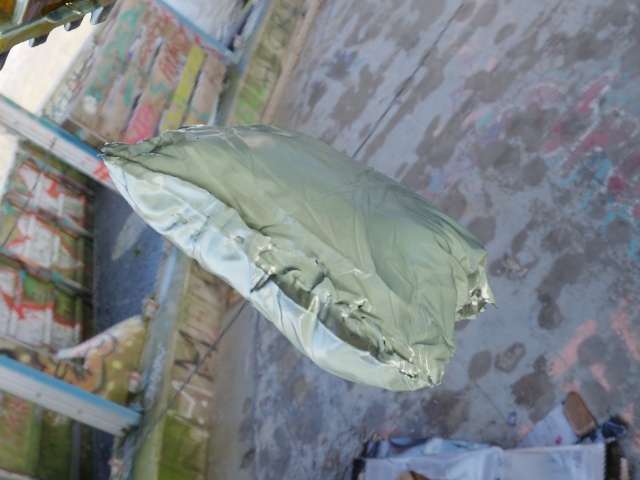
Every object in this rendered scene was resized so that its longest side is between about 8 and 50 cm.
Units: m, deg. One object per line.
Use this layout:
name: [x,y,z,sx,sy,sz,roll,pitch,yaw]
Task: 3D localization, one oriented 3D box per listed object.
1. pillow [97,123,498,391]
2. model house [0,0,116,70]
pillow: [0.000,0.000,0.586,0.310,0.283,0.138,35,108,18]
model house: [-0.271,-0.295,0.589,0.215,0.224,0.198,-43,6,45]
